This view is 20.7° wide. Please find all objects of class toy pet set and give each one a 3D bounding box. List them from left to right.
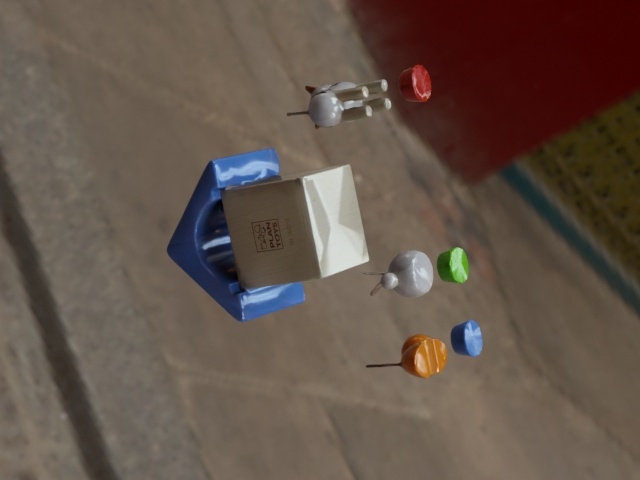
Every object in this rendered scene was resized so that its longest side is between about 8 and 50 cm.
[{"bbox_3d":[0.000,0.000,0.690,0.114,0.065,0.122,-17,97,-56],"label":"toy pet set"}]
